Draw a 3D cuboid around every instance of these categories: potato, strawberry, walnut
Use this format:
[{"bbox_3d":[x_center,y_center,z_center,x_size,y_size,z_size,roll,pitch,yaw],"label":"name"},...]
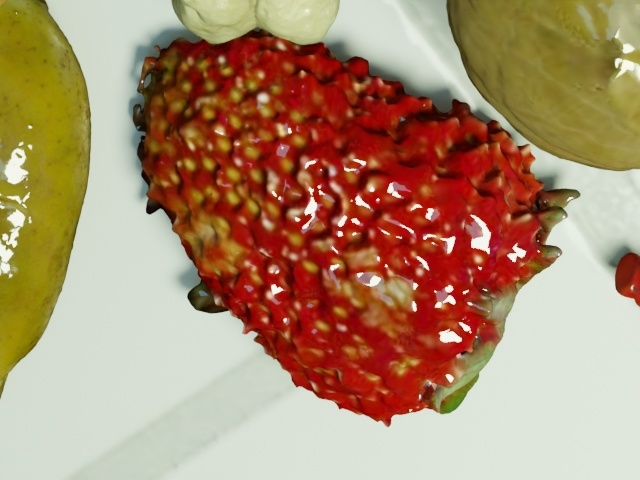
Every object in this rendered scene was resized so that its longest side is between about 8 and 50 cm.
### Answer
[{"bbox_3d":[-0.269,-0.004,1.125,0.195,0.176,0.369,36,106,30],"label":"potato"},{"bbox_3d":[0.000,0.000,1.122,0.306,0.137,0.233,24,113,-10],"label":"strawberry"},{"bbox_3d":[0.183,-0.155,1.017,0.228,0.228,0.228,1,113,1],"label":"walnut"}]

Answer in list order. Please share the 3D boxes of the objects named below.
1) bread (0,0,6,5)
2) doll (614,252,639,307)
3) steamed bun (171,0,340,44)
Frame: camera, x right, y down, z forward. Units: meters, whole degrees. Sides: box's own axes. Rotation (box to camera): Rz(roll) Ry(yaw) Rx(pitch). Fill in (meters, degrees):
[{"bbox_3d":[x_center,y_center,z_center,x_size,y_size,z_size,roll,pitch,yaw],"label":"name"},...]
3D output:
[{"bbox_3d":[-0.315,-0.183,0.990,0.277,0.167,0.324,-34,66,17],"label":"bread"},{"bbox_3d":[0.399,0.076,1.170,0.384,0.099,0.188,36,110,-6],"label":"doll"},{"bbox_3d":[-0.042,-0.195,1.039,0.172,0.141,0.155,-3,117,-1],"label":"steamed bun"}]
